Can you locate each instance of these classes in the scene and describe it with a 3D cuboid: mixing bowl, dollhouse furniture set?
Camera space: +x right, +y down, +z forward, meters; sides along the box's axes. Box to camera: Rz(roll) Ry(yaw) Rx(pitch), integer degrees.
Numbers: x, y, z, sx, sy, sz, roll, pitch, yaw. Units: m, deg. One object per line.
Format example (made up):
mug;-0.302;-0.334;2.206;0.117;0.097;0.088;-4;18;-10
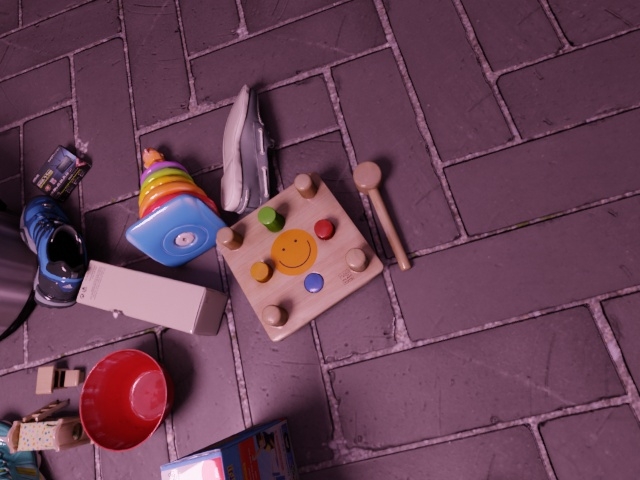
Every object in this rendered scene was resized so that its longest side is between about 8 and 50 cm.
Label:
mixing bowl;-0.359;0.307;0.822;0.182;0.098;0.181;-3;73;11
dollhouse furniture set;-0.505;0.331;0.845;0.182;0.101;0.160;-8;73;10

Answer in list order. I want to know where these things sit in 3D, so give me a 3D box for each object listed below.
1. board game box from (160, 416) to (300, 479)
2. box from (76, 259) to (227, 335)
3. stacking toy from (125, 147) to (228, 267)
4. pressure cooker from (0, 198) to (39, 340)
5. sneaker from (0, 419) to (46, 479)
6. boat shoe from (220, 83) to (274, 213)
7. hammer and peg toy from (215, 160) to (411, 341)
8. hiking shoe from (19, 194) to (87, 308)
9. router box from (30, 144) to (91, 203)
board game box;-0.096;0.449;0.618;0.086;0.302;0.308;-18;71;7
box;-0.345;0.119;0.867;0.275;0.113;0.094;11;78;16
stacking toy;-0.336;-0.107;0.924;0.166;0.175;0.301;-33;57;2
pressure cooker;-0.850;0.044;0.834;0.370;0.420;0.375;-38;70;1
sneaker;-0.606;0.466;0.816;0.107;0.110;0.275;-36;72;-24
boat shoe;-0.158;-0.204;0.942;0.099;0.116;0.319;13;64;-29
hammer and peg toy;0.000;0.000;0.815;0.361;0.127;0.265;-34;71;2
hiking shoe;-0.570;-0.003;0.922;0.132;0.113;0.304;-46;61;25
router box;-0.652;-0.167;1.051;0.092;0.038;0.122;32;83;19
